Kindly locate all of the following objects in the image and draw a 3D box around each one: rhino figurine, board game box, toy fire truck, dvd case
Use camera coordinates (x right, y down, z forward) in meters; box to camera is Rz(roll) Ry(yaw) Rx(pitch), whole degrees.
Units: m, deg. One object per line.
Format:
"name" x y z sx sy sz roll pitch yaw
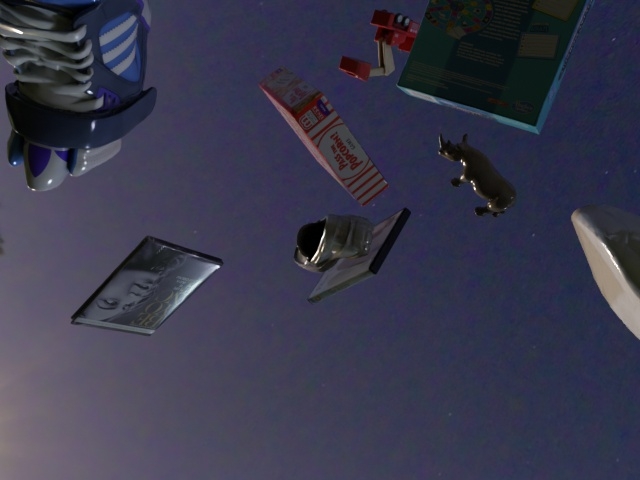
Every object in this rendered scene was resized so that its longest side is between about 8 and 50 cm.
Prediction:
"rhino figurine" 0.357 -0.156 1.343 0.243 0.073 0.106 49 -31 -2
"board game box" 0.313 -0.383 0.992 0.254 0.079 0.336 24 -80 24
"toy fire truck" 0.130 -0.375 1.139 0.047 0.192 0.135 32 -66 37
"dvd case" -0.298 0.087 1.010 0.221 0.165 0.018 -42 -126 19
"board game box" -0.001 -0.140 0.747 0.146 0.045 0.193 50 3 -30
"dvd case" 0.078 0.037 1.243 0.022 0.180 0.253 41 -34 -11

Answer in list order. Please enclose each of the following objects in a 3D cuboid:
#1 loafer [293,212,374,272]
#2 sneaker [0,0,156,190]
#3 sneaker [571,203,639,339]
"loafer" 0.000 0.000 1.219 0.112 0.112 0.319 17 -17 -18
"sneaker" -0.254 -0.158 0.573 0.130 0.323 0.236 15 -84 -7
"sneaker" 0.237 0.027 0.345 0.094 0.212 0.080 -30 -61 6
